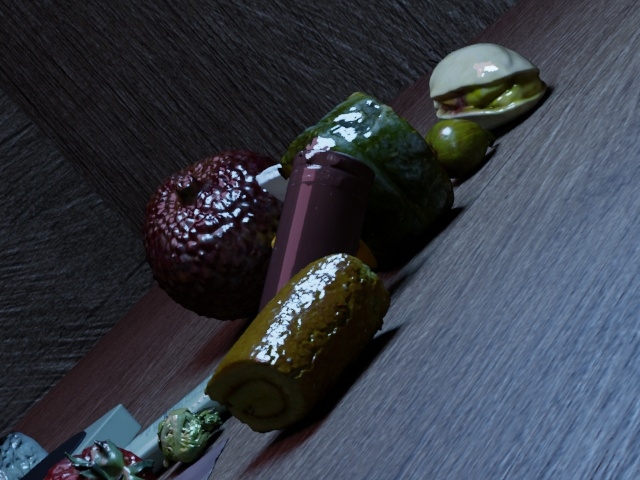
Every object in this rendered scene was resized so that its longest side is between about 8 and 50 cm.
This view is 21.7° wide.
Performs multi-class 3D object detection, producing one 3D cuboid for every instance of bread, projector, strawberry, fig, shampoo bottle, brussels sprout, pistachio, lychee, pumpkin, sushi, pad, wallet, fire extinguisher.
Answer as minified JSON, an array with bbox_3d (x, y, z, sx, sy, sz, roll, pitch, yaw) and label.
[{"bbox_3d":[-0.018,0.103,1.643,0.172,0.103,0.132,-48,9,-38],"label":"bread"},{"bbox_3d":[-0.366,0.350,2.154,0.257,0.079,0.259,-37,8,31],"label":"projector"},{"bbox_3d":[-0.235,0.281,1.700,0.131,0.131,0.148,-63,-2,-72],"label":"strawberry"},{"bbox_3d":[0.181,-0.122,2.116,0.098,0.082,0.084,-28,-33,-14],"label":"fig"},{"bbox_3d":[-0.155,0.212,1.972,0.212,0.049,0.072,-40,11,11],"label":"shampoo bottle"},{"bbox_3d":[-0.149,0.216,1.896,0.085,0.058,0.085,-25,3,1],"label":"brussels sprout"},{"bbox_3d":[0.224,-0.208,2.222,0.145,0.117,0.200,-22,3,-24],"label":"pistachio"},{"bbox_3d":[-0.134,-0.006,2.424,0.260,0.260,0.260,-41,7,6],"label":"lychee"},{"bbox_3d":[0.044,-0.069,2.026,0.139,0.190,0.280,-45,7,-12],"label":"pumpkin"},{"bbox_3d":[-0.471,0.378,2.399,0.127,0.124,0.225,-39,13,23],"label":"sushi"},{"bbox_3d":[-0.157,0.274,1.763,0.113,0.006,0.188,-39,7,18],"label":"pad"},{"bbox_3d":[0.008,-0.062,2.289,0.124,0.183,0.032,-14,60,33],"label":"wallet"},{"bbox_3d":[-0.012,0.040,1.800,0.105,0.104,0.269,-28,45,64],"label":"fire extinguisher"}]

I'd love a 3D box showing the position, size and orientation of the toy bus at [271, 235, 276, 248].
[{"bbox_3d":[0.000,0.000,2.274,0.083,0.088,0.194,-46,7,-39],"label":"toy bus"}]
